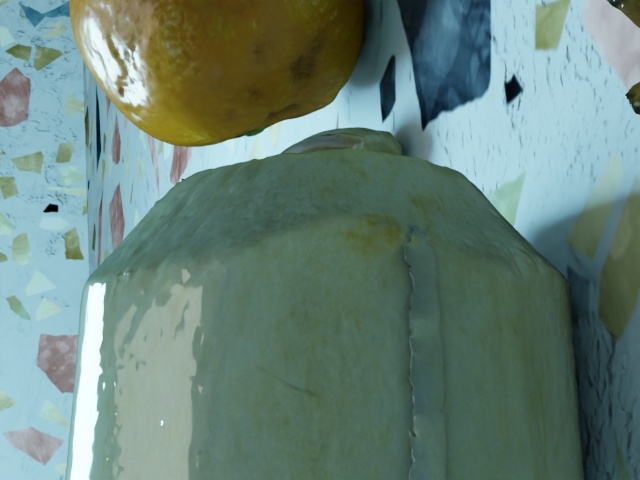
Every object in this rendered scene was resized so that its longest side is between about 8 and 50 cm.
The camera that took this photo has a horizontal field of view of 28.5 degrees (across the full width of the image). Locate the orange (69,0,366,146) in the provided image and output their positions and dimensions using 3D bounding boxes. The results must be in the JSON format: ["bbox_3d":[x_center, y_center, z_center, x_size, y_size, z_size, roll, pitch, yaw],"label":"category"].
[{"bbox_3d":[-0.087,-0.204,1.099,0.261,0.261,0.261,-178,90,-73],"label":"orange"}]

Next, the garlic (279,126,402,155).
[{"bbox_3d":[0.006,-0.003,1.054,0.115,0.128,0.206,-68,-19,-67],"label":"garlic"}]

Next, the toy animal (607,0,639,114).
[{"bbox_3d":[0.174,-0.100,0.554,0.116,0.114,0.255,51,-163,-38],"label":"toy animal"}]

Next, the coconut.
[{"bbox_3d":[0.000,0.114,0.737,0.323,0.323,0.322,-178,90,-73],"label":"coconut"}]
